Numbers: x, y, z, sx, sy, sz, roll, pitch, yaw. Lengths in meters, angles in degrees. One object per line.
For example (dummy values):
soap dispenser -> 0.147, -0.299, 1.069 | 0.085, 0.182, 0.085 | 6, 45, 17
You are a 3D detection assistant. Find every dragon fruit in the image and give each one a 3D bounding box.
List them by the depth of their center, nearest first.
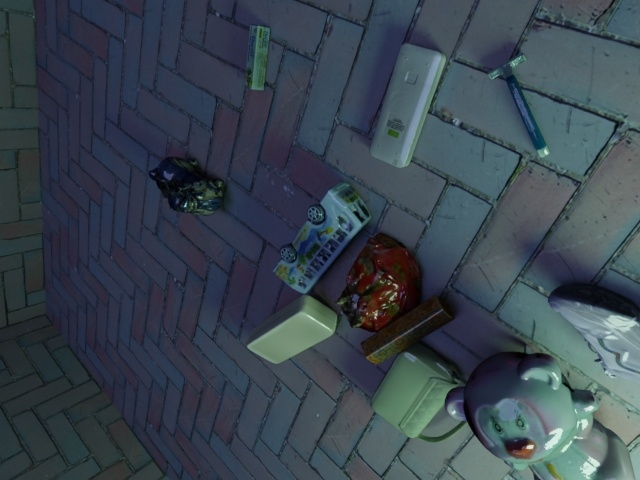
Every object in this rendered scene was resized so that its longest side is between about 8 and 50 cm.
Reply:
dragon fruit -> 0.136, 0.140, 0.973 | 0.134, 0.211, 0.262 | 18, 120, 43

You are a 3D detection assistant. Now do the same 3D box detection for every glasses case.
glasses case -> 0.204, 0.215, 0.965 | 0.218, 0.075, 0.049 | -38, 44, 19
glasses case -> -0.092, 0.274, 1.238 | 0.131, 0.070, 0.312 | 35, 132, -19

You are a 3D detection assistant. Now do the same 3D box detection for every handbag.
handbag -> 0.259, 0.395, 1.032 | 0.219, 0.079, 0.256 | 34, 122, 19

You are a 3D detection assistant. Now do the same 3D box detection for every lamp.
lamp -> 0.426, 0.337, 0.800 | 0.301, 0.247, 0.247 | 40, 132, -4

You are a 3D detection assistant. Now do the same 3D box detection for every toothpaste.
toothpaste -> -0.173, -0.497, 1.126 | 0.034, 0.046, 0.164 | 28, 120, 33

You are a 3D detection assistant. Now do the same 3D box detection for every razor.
razor -> 0.379, -0.245, 0.765 | 0.068, 0.037, 0.191 | -23, 88, 39

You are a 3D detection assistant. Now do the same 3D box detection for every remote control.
remote control -> 0.186, -0.293, 0.907 | 0.103, 0.034, 0.250 | 30, 120, 28

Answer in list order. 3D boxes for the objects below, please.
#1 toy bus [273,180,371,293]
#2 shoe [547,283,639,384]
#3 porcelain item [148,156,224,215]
toy bus -> 0.000, 0.000, 1.101 | 0.136, 0.109, 0.330 | 43, 126, 9
shoe -> 0.526, 0.177, 0.737 | 0.244, 0.095, 0.138 | 26, 116, 23
porcelain item -> -0.455, -0.172, 1.360 | 0.288, 0.186, 0.138 | 36, 124, 27
